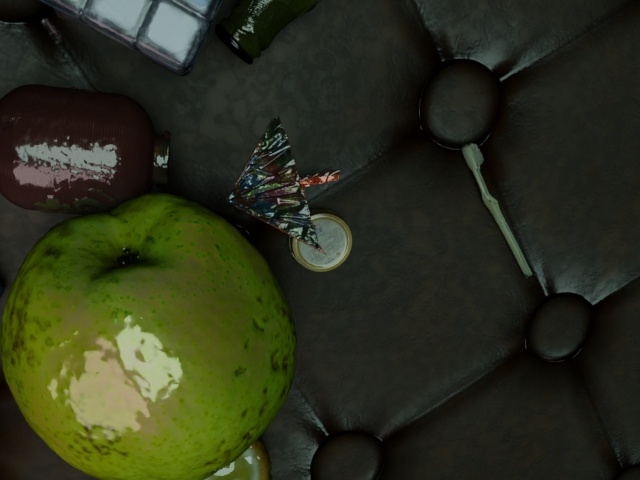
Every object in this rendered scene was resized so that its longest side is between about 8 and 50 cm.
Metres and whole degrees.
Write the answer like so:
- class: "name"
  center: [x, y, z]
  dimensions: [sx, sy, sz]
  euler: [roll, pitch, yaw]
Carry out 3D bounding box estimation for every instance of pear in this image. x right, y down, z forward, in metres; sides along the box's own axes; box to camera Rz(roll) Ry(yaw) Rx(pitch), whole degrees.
- class: "pear"
  center: [-0.221, 0.124, 0.730]
  dimensions: [0.392, 0.391, 0.390]
  euler: [-3, 106, -12]

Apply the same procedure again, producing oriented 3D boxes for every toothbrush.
- class: "toothbrush"
  center: [0.319, -0.048, 0.995]
  dimensions: [0.028, 0.026, 0.294]
  euler: [-35, 110, -18]

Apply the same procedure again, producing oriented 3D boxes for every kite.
- class: "kite"
  center: [-0.058, -0.079, 0.886]
  dimensions: [0.189, 0.009, 0.232]
  euler: [-15, 96, 4]

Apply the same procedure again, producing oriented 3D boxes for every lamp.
- class: "lamp"
  center: [-0.335, -0.117, 0.753]
  dimensions: [0.258, 0.180, 0.180]
  euler: [3, 104, -13]

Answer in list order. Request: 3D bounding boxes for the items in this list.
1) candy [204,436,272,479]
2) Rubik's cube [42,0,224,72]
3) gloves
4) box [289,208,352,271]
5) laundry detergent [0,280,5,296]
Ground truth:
- class: "candy"
  center: [-0.210, 0.408, 0.948]
  dimensions: [0.260, 0.118, 0.259]
  euler: [-4, 105, -15]
- class: "Rubik's cube"
  center: [-0.224, -0.385, 0.638]
  dimensions: [0.287, 0.292, 0.293]
  euler: [25, 100, -18]
- class: "gloves"
  center: [-0.045, -0.368, 0.774]
  dimensions: [0.268, 0.107, 0.135]
  euler: [-62, 150, -7]
- class: "box"
  center: [0.000, 0.000, 0.927]
  dimensions: [0.106, 0.037, 0.105]
  euler: [-3, 105, -12]
- class: "laundry detergent"
  center: [-0.524, 0.036, 0.802]
  dimensions: [0.097, 0.061, 0.206]
  euler: [-11, 107, -12]
